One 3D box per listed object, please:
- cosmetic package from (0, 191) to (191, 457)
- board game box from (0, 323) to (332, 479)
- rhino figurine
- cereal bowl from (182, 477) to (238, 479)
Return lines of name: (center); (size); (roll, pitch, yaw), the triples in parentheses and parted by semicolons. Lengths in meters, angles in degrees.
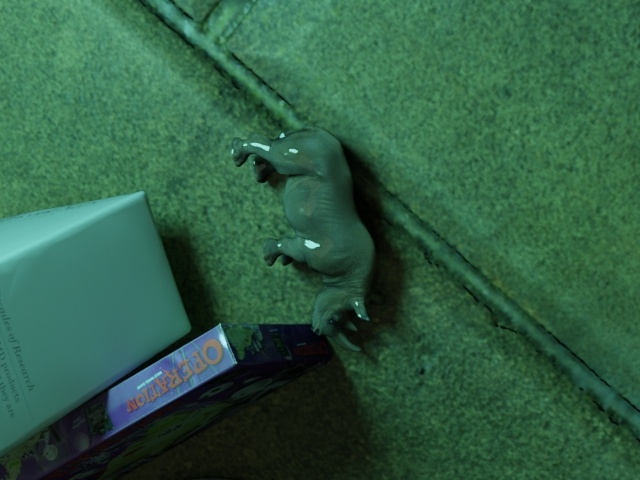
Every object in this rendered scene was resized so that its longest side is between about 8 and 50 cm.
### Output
cosmetic package: (-0.350, 0.107, 1.265); (0.230, 0.453, 0.161); (-10, 103, 33)
board game box: (-0.176, 0.180, 1.389); (0.347, 0.208, 0.056); (-31, 71, 21)
rhino figurine: (0.000, 0.000, 1.363); (0.106, 0.073, 0.243); (-13, 103, 22)
cereal bowl: (-0.114, 0.434, 1.480); (0.339, 0.141, 0.339); (4, 106, 14)
